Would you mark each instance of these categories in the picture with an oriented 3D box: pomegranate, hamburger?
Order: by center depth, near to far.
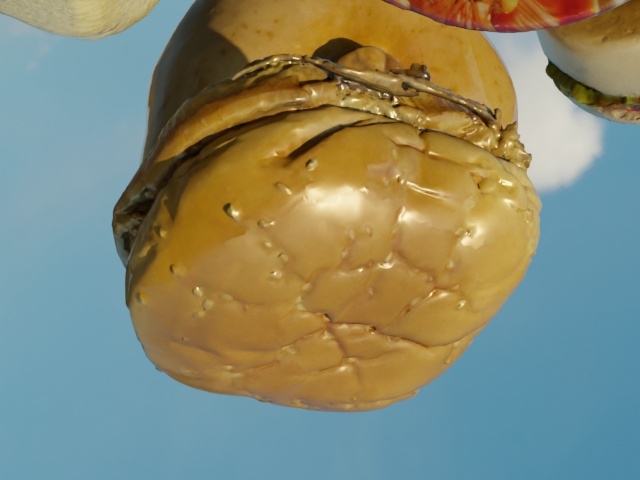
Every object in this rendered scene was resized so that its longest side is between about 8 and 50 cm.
[{"bbox_3d":[0.000,0.000,1.158,0.319,0.318,0.158,-29,-133,14],"label":"hamburger"},{"bbox_3d":[0.013,-0.114,1.624,0.411,0.411,0.411,-28,-152,16],"label":"pomegranate"},{"bbox_3d":[0.362,-0.266,1.690,0.302,0.170,0.302,-16,-124,24],"label":"hamburger"}]

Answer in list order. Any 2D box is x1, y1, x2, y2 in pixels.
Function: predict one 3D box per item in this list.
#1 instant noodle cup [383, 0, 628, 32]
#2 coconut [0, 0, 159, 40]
[{"bbox_3d":[0.108,-0.236,0.743,0.250,0.250,0.192,-21,-172,28],"label":"instant noodle cup"},{"bbox_3d":[-0.195,-0.246,1.069,0.224,0.224,0.224,-28,-152,16],"label":"coconut"}]
